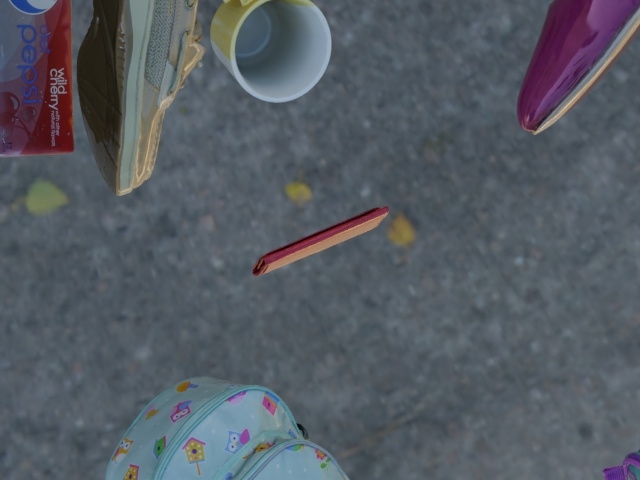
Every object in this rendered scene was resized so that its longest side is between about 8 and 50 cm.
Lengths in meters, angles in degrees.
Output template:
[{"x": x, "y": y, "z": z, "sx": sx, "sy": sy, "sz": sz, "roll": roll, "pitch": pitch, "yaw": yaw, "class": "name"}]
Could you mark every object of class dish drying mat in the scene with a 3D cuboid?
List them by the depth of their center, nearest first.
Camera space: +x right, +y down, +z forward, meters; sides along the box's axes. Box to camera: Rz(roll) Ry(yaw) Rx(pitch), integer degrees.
[{"x": 0.000, "y": 0.000, "z": 0.958, "sx": 0.083, "sy": 0.008, "sz": 0.032, "roll": -24, "pitch": 168, "yaw": -21, "class": "dish drying mat"}]

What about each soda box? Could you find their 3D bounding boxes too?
[{"x": -0.311, "y": -0.220, "z": 1.680, "sx": 0.092, "sy": 0.083, "sz": 0.263, "roll": -6, "pitch": 101, "yaw": -37, "class": "soda box"}]

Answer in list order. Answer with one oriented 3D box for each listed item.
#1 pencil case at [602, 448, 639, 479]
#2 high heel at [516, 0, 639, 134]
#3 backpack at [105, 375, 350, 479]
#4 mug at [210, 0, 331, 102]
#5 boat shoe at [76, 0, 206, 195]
[{"x": 0.218, "y": 0.091, "z": 0.807, "sx": 0.151, "sy": 0.070, "sz": 0.064, "roll": -36, "pitch": 142, "yaw": -16, "class": "pencil case"}, {"x": 0.220, "y": -0.278, "z": 1.315, "sx": 0.181, "sy": 0.127, "sz": 0.377, "roll": 33, "pitch": 93, "yaw": 8, "class": "high heel"}, {"x": -0.067, "y": 0.203, "z": 1.289, "sx": 0.166, "sy": 0.144, "sz": 0.188, "roll": -47, "pitch": 113, "yaw": -21, "class": "backpack"}, {"x": -0.034, "y": -0.125, "z": 0.952, "sx": 0.062, "sy": 0.064, "sz": 0.078, "roll": -5, "pitch": 109, "yaw": -23, "class": "mug"}, {"x": -0.162, "y": -0.186, "z": 1.587, "sx": 0.110, "sy": 0.122, "sz": 0.341, "roll": -13, "pitch": 137, "yaw": -26, "class": "boat shoe"}]
